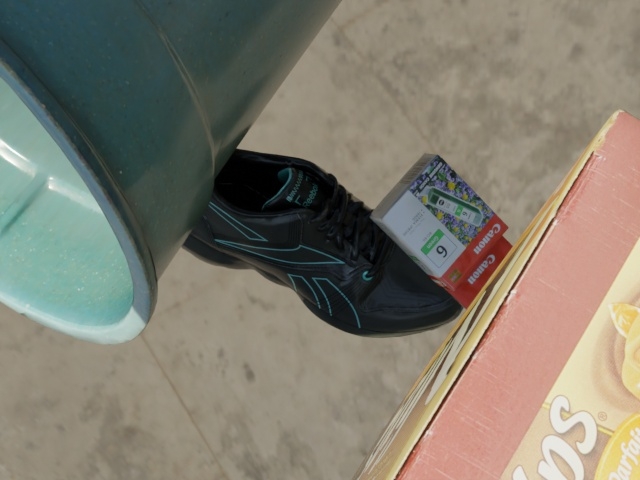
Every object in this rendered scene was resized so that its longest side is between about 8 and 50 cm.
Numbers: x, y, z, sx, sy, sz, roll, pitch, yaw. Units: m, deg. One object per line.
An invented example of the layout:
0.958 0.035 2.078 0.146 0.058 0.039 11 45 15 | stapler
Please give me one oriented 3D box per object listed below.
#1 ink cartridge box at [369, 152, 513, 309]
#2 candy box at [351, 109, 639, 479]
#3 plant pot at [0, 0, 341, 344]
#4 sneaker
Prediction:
0.097 -0.001 0.926 0.115 0.029 0.063 44 82 -17 | ink cartridge box
0.066 0.099 0.541 0.087 0.316 0.183 32 69 5 | candy box
-0.136 -0.174 0.781 0.341 0.341 0.334 29 62 18 | plant pot
0.000 0.000 1.062 0.267 0.106 0.101 19 58 -4 | sneaker
